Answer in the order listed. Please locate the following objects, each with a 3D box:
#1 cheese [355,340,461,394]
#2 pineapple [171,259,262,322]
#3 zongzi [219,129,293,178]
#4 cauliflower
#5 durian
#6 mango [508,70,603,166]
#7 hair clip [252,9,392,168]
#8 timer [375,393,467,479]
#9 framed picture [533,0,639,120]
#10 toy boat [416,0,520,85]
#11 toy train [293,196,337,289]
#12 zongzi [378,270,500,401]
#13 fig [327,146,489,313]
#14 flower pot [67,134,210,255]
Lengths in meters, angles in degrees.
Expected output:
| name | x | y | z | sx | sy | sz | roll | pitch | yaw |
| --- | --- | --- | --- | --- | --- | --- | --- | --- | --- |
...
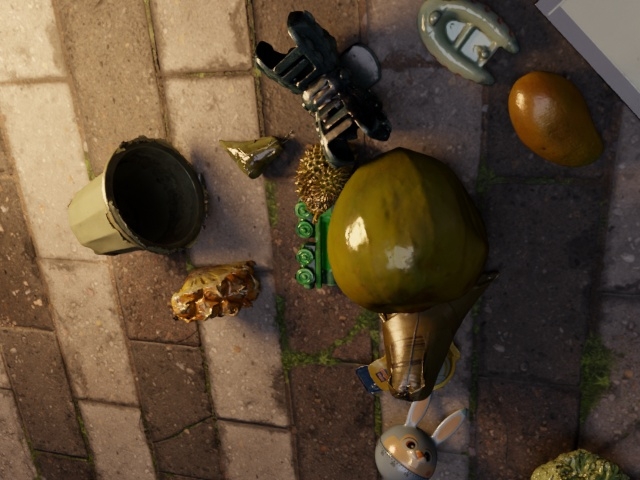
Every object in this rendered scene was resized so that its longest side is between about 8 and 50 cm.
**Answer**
| name | x | y | z | sx | sy | sz | roll | pitch | yaw |
| --- | --- | --- | --- | --- | --- | --- | --- | --- | --- |
| cheese | 0.216 | 0.311 | 1.432 | 0.270 | 0.069 | 0.177 | -28 | 100 | 26 |
| pineapple | -0.276 | 0.127 | 1.473 | 0.236 | 0.186 | 0.114 | -15 | 108 | -23 |
| zongzi | -0.150 | -0.234 | 1.336 | 0.154 | 0.062 | 0.130 | -43 | 83 | 21 |
| cauliflower | 0.617 | 0.637 | 1.341 | 0.275 | 0.250 | 0.272 | 24 | 119 | 2 |
| durian | -0.007 | -0.133 | 1.263 | 0.146 | 0.102 | 0.208 | -5 | 68 | 42 |
| mango | 0.458 | -0.229 | 1.124 | 0.227 | 0.099 | 0.136 | 43 | 111 | -13 |
| hair clip | 0.012 | -0.304 | 1.170 | 0.194 | 0.206 | 0.310 | -32 | 99 | 30 |
| timer | 0.245 | 0.517 | 1.459 | 0.175 | 0.175 | 0.255 | 36 | 116 | 1 |
| framed picture | 0.607 | -0.405 | 1.046 | 0.347 | 0.016 | 0.265 | 45 | 117 | -3 |
| toy boat | 0.279 | -0.395 | 1.120 | 0.208 | 0.079 | 0.134 | 38 | 120 | -2 |
| toy train | 0.000 | 0.000 | 1.370 | 0.119 | 0.085 | 0.251 | 1 | 112 | 7 |
| zongzi | 0.282 | 0.217 | 1.290 | 0.289 | 0.123 | 0.260 | -14 | 62 | 18 |
| fig | 0.166 | -0.021 | 1.183 | 0.343 | 0.343 | 0.343 | 6 | 113 | 15 |
| flower pot | -0.454 | -0.075 | 1.395 | 0.259 | 0.290 | 0.290 | -19 | 105 | 36 |
